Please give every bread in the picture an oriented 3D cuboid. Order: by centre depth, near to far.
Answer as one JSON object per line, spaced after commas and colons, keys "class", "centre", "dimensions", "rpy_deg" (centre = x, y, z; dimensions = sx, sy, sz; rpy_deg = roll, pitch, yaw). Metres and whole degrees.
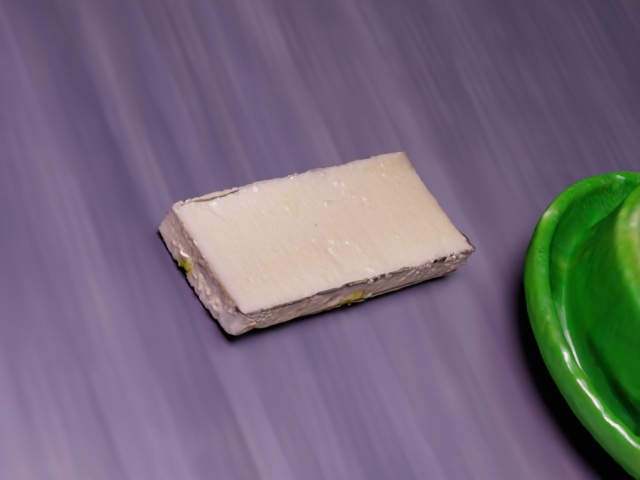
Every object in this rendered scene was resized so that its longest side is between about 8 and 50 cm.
{"class": "bread", "centre": [0.000, 0.000, 0.826], "dimensions": [0.154, 0.028, 0.068], "rpy_deg": [-15, 63, -41]}

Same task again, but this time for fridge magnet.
{"class": "fridge magnet", "centre": [0.194, 0.047, 0.873], "dimensions": [0.208, 0.088, 0.208], "rpy_deg": [19, 45, -20]}
